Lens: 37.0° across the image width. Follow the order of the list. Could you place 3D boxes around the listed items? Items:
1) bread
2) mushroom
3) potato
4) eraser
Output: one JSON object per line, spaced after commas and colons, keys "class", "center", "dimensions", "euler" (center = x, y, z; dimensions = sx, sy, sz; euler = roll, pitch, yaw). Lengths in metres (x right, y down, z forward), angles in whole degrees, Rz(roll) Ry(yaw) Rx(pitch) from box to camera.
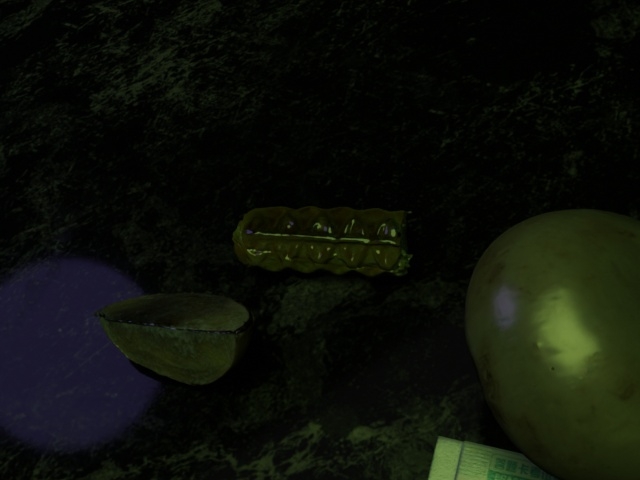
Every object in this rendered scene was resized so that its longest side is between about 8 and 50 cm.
{"class": "bread", "center": [0.000, 0.001, 1.408], "dimensions": [0.270, 0.098, 0.087], "euler": [2, 18, 14]}
{"class": "mushroom", "center": [0.330, 0.141, 1.166], "dimensions": [0.363, 0.294, 0.362], "euler": [15, 53, -20]}
{"class": "potato", "center": [-0.186, 0.141, 1.380], "dimensions": [0.261, 0.100, 0.120], "euler": [4, 20, 31]}
{"class": "eraser", "center": [0.246, 0.314, 1.183], "dimensions": [0.225, 0.052, 0.095], "euler": [10, 64, 17]}
